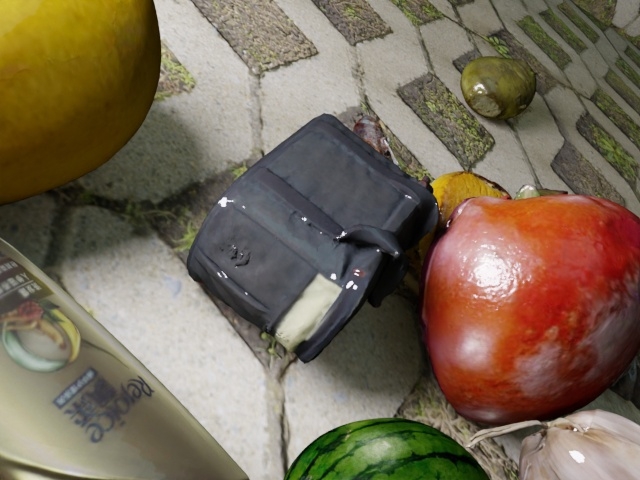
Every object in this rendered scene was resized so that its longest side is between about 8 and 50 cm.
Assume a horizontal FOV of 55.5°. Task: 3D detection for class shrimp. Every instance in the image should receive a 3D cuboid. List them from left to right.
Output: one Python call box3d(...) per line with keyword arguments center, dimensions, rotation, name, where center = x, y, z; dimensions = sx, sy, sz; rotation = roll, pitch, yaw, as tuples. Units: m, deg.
box3d(center=(0.070, -0.118, 0.893), dimensions=(0.073, 0.074, 0.190), rotation=(43, 28, -31), name="shrimp")

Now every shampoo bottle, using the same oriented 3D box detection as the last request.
box3d(center=(-0.173, 0.133, 0.440), dimensions=(0.350, 0.084, 0.125), rotation=(44, 37, 1), name="shampoo bottle")

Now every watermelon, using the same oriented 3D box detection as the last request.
box3d(center=(0.071, 0.242, 0.511), dimensions=(0.232, 0.127, 0.204), rotation=(13, 50, -24), name="watermelon")

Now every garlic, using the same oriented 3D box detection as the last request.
box3d(center=(0.278, 0.248, 0.601), dimensions=(0.256, 0.207, 0.207), rotation=(38, 36, -32), name="garlic")

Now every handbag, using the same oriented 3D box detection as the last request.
box3d(center=(0.000, 0.000, 0.636), dimensions=(0.181, 0.181, 0.254), rotation=(37, 39, 5), name="handbag")

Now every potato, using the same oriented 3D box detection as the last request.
box3d(center=(0.382, -0.331, 1.321), dimensions=(0.251, 0.113, 0.149), rotation=(-28, 82, -41), name="potato")

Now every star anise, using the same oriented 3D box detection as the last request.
box3d(center=(0.456, 0.158, 0.940), dimensions=(0.195, 0.065, 0.183), rotation=(35, 54, -35), name="star anise")

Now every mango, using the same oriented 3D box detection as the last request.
box3d(center=(-0.325, -0.145, 0.462), dimensions=(0.300, 0.232, 0.445), rotation=(48, 46, 2), name="mango")

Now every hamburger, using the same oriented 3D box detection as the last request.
box3d(center=(0.184, -0.002, 0.812), dimensions=(0.182, 0.118, 0.191), rotation=(48, 61, -20), name="hamburger")

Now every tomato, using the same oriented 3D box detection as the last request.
box3d(center=(0.285, 0.082, 0.702), dimensions=(0.334, 0.176, 0.290), rotation=(-5, 99, -38), name="tomato")
